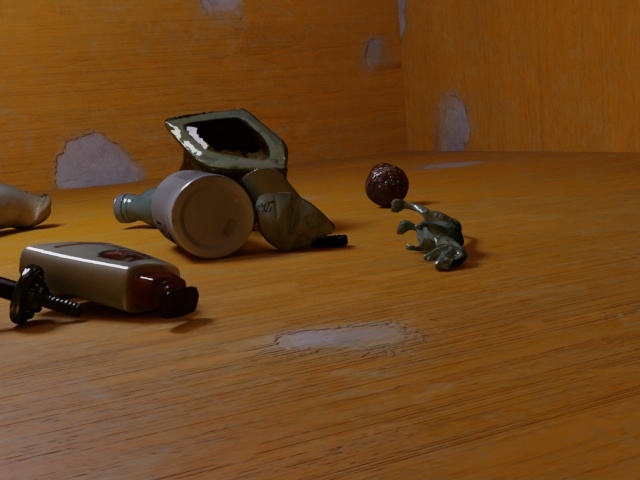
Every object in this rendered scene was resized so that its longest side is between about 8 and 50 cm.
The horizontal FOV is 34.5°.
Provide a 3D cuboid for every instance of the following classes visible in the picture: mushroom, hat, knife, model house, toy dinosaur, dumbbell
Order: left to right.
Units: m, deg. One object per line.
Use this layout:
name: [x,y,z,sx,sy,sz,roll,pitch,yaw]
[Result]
mushroom: [-0.763,-0.065,2.330,0.177,0.126,0.397,8,10,14]
dumbbell: [-0.423,0.052,1.296,0.254,0.081,0.081,17,9,1]
model house: [-0.169,-0.118,2.070,0.173,0.239,0.268,-25,49,-22]
hat: [-0.068,-0.051,1.751,0.122,0.166,0.081,-30,10,47]
knife: [0.000,0.000,1.787,0.031,0.018,0.121,-21,16,-41]
toy dinosaur: [0.165,-0.027,1.619,0.129,0.076,0.383,28,16,0]

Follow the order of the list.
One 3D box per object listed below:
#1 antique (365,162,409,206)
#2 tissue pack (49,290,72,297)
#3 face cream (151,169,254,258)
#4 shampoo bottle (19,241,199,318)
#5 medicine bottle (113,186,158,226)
antique: [0.149,-0.122,2.307,0.104,0.104,0.104,-4,8,1]
tissue pack: [-0.363,0.043,1.525,0.109,0.060,0.148,-9,8,-19]
face cream: [-0.235,-0.056,1.887,0.145,0.145,0.370,-7,7,-18]
shampoo bottle: [-0.249,0.052,1.325,0.153,0.071,0.284,1,6,-45]
medicine bottle: [-0.346,-0.074,2.264,0.217,0.090,0.090,-1,8,23]
